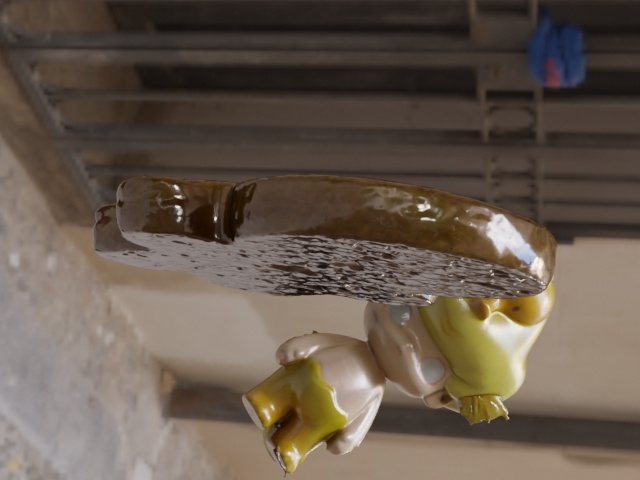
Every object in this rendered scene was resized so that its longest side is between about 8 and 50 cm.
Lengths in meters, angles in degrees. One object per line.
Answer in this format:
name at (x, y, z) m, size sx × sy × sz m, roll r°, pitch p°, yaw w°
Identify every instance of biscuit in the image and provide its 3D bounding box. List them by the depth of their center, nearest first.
biscuit at (0.000, 0.000, 0.585) m, size 0.180 × 0.236 × 0.039 m, roll 18°, pitch 79°, yaw -39°

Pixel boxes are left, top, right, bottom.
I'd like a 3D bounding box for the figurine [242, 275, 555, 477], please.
figurine at (0.063, 0.077, 0.936) m, size 0.156 × 0.246 × 0.131 m, roll 63°, pitch -11°, yaw -1°
